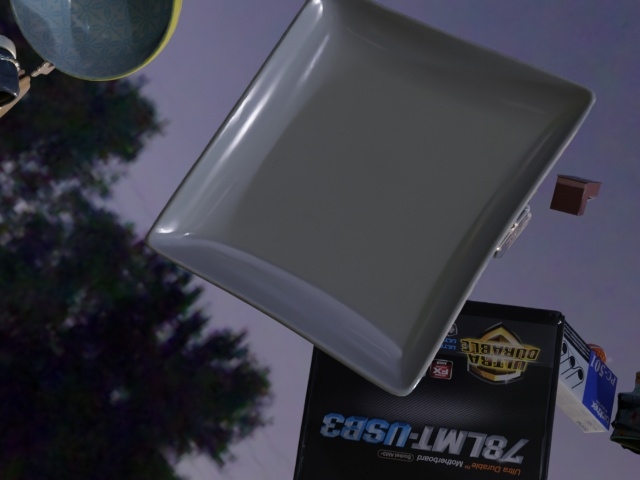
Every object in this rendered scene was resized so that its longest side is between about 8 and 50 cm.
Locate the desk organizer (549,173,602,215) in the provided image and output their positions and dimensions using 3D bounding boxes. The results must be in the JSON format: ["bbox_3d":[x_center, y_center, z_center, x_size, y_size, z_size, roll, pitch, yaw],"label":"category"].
[{"bbox_3d":[0.370,-0.066,1.801,0.047,0.050,0.130,16,8,20],"label":"desk organizer"}]

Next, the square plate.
[{"bbox_3d":[0.044,-0.061,1.237,0.347,0.344,0.049,28,-10,30],"label":"square plate"}]

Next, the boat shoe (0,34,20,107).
[{"bbox_3d":[-0.443,-0.144,1.374,0.095,0.254,0.079,52,21,-64],"label":"boat shoe"}]

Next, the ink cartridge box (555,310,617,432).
[{"bbox_3d":[0.378,0.200,1.880,0.046,0.097,0.207,-10,-40,38],"label":"ink cartridge box"}]

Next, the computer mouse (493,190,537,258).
[{"bbox_3d":[0.196,-0.020,1.371,0.042,0.106,0.193,37,-2,11],"label":"computer mouse"}]

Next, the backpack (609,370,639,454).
[{"bbox_3d":[0.561,0.274,1.888,0.166,0.144,0.188,21,-6,-28],"label":"backpack"}]

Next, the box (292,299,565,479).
[{"bbox_3d":[0.128,0.214,1.479,0.295,0.293,0.073,7,-14,10],"label":"box"}]

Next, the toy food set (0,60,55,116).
[{"bbox_3d":[-0.440,-0.185,1.660,0.038,0.192,0.132,48,1,-9],"label":"toy food set"}]

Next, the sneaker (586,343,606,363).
[{"bbox_3d":[0.410,0.235,2.136,0.067,0.175,0.064,-93,158,-88],"label":"sneaker"}]

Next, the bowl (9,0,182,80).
[{"bbox_3d":[-0.335,-0.407,1.990,0.289,0.289,0.156,52,22,-1],"label":"bowl"}]
